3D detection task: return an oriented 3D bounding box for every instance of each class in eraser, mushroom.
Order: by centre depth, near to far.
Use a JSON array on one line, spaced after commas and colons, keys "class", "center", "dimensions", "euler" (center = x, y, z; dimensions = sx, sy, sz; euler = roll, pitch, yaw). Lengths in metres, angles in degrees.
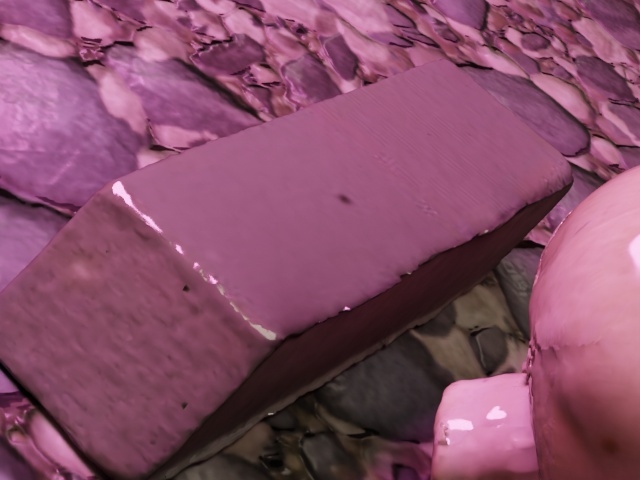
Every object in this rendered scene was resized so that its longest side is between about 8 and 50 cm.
[{"class": "mushroom", "center": [0.147, 0.087, 0.629], "dimensions": [0.202, 0.246, 0.246], "euler": [-10, 37, 11]}, {"class": "eraser", "center": [0.000, 0.001, 0.714], "dimensions": [0.111, 0.077, 0.352], "euler": [42, 35, 16]}]
